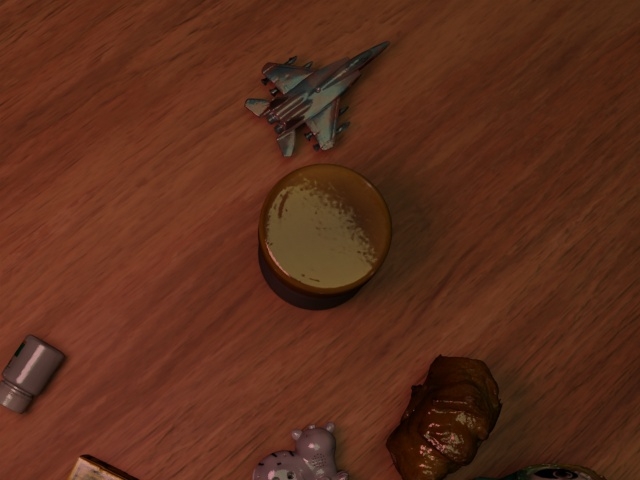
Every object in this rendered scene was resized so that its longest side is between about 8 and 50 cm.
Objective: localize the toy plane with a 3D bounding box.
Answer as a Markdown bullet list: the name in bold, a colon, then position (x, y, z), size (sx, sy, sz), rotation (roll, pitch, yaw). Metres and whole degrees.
- **toy plane**: position (0.013, -0.316, 1.650), size (0.326, 0.104, 0.223), rotation (-36, 83, -17)

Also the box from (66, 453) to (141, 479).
- **box**: position (-0.335, 0.534, 1.416), size (0.301, 0.084, 0.193), rotation (26, 75, 1)

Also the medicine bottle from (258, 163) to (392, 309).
- **medicine bottle**: position (0.000, 0.000, 1.504), size (0.237, 0.232, 0.238), rotation (1, 77, -6)

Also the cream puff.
- **cream puff**: position (0.234, 0.327, 1.464), size (0.154, 0.241, 0.269), rotation (33, 46, -3)

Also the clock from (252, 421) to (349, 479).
- **clock**: position (-0.045, 0.410, 1.477), size (0.176, 0.080, 0.117), rotation (-15, 79, -10)

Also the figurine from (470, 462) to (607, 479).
- **figurine**: position (0.387, 0.528, 1.415), size (0.339, 0.324, 0.232), rotation (-9, 120, -20)

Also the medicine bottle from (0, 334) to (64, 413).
- **medicine bottle**: position (-0.539, 0.246, 1.468), size (0.080, 0.080, 0.130), rotation (31, 76, 2)
